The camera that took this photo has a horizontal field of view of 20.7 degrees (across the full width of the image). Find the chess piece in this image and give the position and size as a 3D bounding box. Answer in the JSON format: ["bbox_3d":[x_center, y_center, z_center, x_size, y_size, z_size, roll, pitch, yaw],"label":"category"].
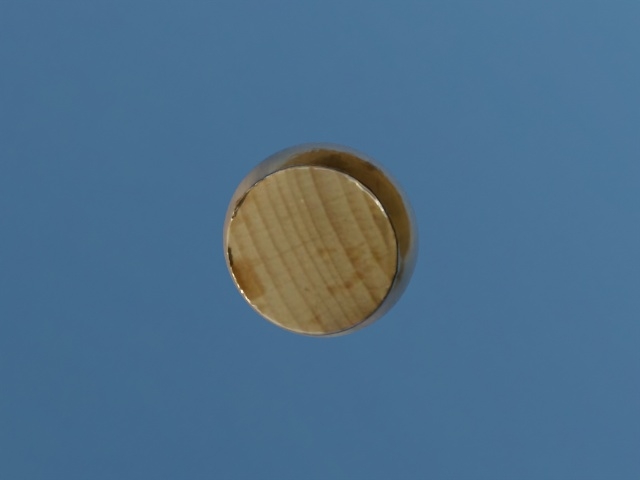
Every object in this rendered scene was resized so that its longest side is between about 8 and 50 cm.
[{"bbox_3d":[0.000,0.000,0.742,0.083,0.084,0.038,38,-158,-2],"label":"chess piece"}]
